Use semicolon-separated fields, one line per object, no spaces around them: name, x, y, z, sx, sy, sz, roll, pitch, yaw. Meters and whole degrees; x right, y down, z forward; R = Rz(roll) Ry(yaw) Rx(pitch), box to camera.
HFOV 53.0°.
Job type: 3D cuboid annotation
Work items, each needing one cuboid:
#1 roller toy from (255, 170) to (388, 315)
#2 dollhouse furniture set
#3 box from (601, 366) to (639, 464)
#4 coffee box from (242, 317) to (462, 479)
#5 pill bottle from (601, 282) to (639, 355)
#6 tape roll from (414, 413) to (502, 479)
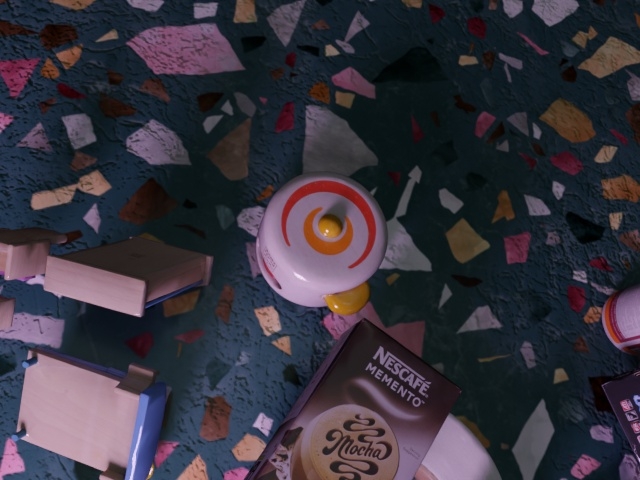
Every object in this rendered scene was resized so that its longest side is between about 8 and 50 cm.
roller toy;0.000;0.000;0.989;0.191;0.146;0.209;20;69;-6
dollhouse furniture set;-0.320;0.154;0.904;0.287;0.198;0.303;14;100;13
box;0.628;0.300;0.953;0.073;0.293;0.295;4;60;-57
coffee box;0.030;0.274;0.842;0.168;0.119;0.297;36;67;1
pill bottle;0.579;0.115;1.053;0.121;0.221;0.121;4;71;-13
tape roll;0.087;0.411;0.913;0.393;0.072;0.391;5;71;-13
